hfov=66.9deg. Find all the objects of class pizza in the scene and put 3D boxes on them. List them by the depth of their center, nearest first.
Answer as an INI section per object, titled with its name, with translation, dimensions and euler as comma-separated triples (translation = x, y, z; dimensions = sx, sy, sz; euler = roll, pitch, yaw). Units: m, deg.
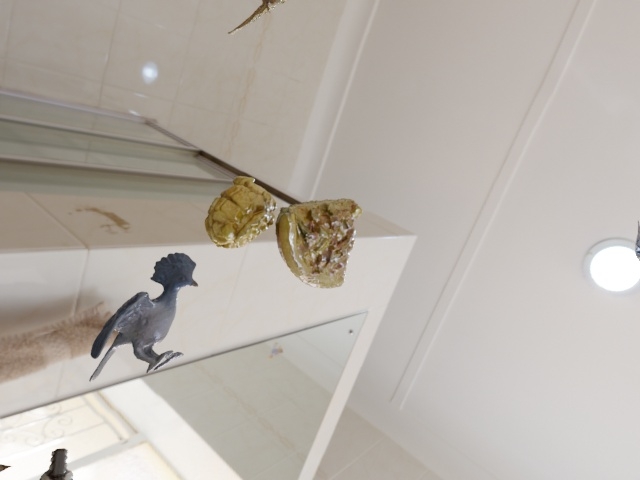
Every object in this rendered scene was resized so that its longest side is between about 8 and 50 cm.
[pizza]
translation = -0.015, 0.031, 1.235
dimensions = 0.087, 0.257, 0.268
euler = 36, -54, 41

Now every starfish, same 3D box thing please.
[starfish]
translation = -0.134, -0.670, 1.359
dimensions = 0.295, 0.048, 0.231
euler = -27, -146, 23

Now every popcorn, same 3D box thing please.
[popcorn]
translation = -0.192, -0.069, 1.222
dimensions = 0.140, 0.194, 0.163
euler = 37, -46, 26

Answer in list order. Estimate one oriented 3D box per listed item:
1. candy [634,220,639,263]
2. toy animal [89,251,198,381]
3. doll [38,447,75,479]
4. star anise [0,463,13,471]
[candy]
translation = 0.603, 0.038, 0.881
dimensions = 0.038, 0.088, 0.136
euler = -23, -79, 37
[toy animal]
translation = -0.317, 0.148, 0.878
dimensions = 0.255, 0.239, 0.176
euler = -28, -103, -7
[doll]
translation = -0.446, 0.467, 0.810
dimensions = 0.091, 0.067, 0.219
euler = -40, -133, 49
[star anise]
translation = -0.716, 0.484, 1.009
dimensions = 0.056, 0.129, 0.124
euler = 110, -33, -50
